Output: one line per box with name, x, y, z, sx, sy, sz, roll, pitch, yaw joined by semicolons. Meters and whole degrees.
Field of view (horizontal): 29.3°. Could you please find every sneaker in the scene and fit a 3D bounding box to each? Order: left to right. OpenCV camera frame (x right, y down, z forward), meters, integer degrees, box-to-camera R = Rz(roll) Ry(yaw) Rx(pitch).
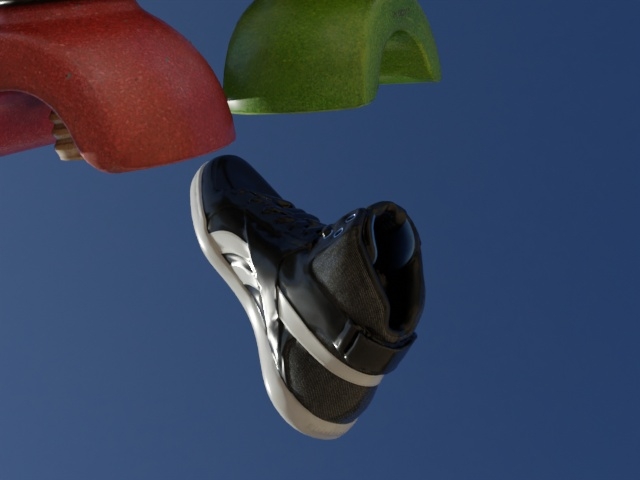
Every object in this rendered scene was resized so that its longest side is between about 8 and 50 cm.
sneaker;0.000;0.000;0.741;0.079;0.217;0.121;11;-50;-41

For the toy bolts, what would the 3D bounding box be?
toy bolts;-0.078;-0.122;0.458;0.218;0.228;0.159;0;-76;25
